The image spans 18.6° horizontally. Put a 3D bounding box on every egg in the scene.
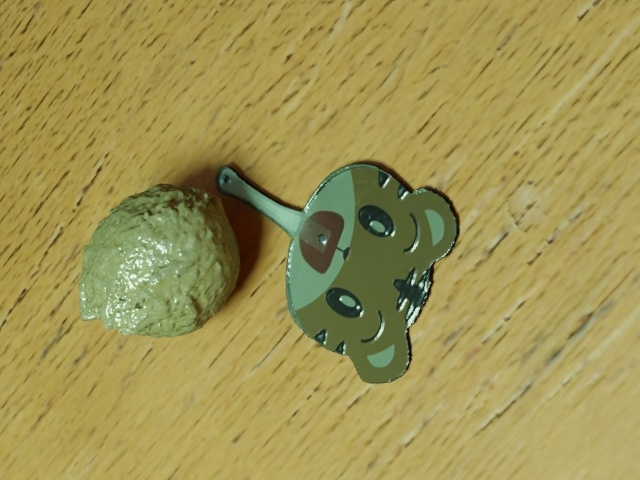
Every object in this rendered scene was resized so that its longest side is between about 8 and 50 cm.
[{"bbox_3d":[-0.123,0.018,1.497,0.140,0.118,0.116,-39,82,39],"label":"egg"}]

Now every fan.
[{"bbox_3d":[0.000,0.000,1.471,0.226,0.008,0.153,31,107,34],"label":"fan"}]
